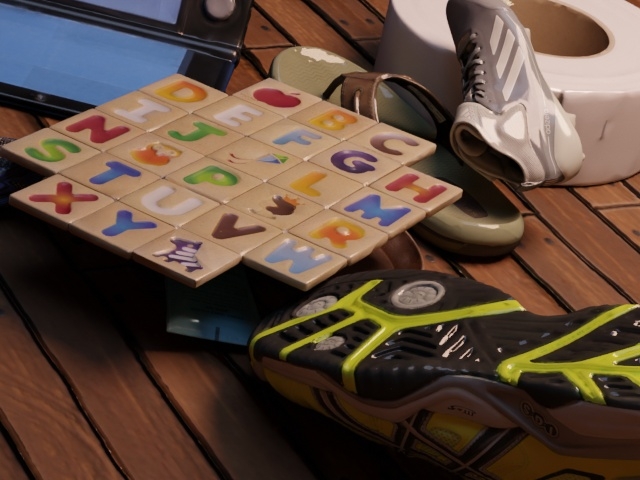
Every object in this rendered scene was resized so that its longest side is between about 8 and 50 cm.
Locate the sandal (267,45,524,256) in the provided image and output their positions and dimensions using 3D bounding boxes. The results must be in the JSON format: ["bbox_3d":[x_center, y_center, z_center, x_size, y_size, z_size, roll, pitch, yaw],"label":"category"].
[{"bbox_3d":[0.073,-0.095,1.686,0.120,0.086,0.303,-18,43,-36],"label":"sandal"}]

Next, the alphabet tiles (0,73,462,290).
[{"bbox_3d":[-0.066,-0.053,1.514,0.285,0.011,0.342,23,30,25],"label":"alphabet tiles"}]

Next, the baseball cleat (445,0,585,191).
[{"bbox_3d":[0.142,-0.132,1.645,0.109,0.072,0.206,-15,59,-30],"label":"baseball cleat"}]

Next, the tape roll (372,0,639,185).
[{"bbox_3d":[0.195,-0.162,1.843,0.286,0.100,0.286,10,29,-6],"label":"tape roll"}]

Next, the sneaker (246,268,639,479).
[{"bbox_3d":[0.110,0.119,1.301,0.384,0.147,0.145,11,35,36],"label":"sneaker"}]

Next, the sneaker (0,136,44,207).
[{"bbox_3d":[-0.319,-0.078,1.505,0.221,0.087,0.083,8,31,-9],"label":"sneaker"}]

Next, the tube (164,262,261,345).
[{"bbox_3d":[-0.091,0.010,1.487,0.080,0.052,0.207,7,34,-17],"label":"tube"}]

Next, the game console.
[{"bbox_3d":[-0.210,-0.236,1.750,0.293,0.250,0.173,14,3,1],"label":"game console"}]

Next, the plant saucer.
[{"bbox_3d":[0.000,0.000,1.531,0.168,0.029,0.168,21,27,-11],"label":"plant saucer"}]
